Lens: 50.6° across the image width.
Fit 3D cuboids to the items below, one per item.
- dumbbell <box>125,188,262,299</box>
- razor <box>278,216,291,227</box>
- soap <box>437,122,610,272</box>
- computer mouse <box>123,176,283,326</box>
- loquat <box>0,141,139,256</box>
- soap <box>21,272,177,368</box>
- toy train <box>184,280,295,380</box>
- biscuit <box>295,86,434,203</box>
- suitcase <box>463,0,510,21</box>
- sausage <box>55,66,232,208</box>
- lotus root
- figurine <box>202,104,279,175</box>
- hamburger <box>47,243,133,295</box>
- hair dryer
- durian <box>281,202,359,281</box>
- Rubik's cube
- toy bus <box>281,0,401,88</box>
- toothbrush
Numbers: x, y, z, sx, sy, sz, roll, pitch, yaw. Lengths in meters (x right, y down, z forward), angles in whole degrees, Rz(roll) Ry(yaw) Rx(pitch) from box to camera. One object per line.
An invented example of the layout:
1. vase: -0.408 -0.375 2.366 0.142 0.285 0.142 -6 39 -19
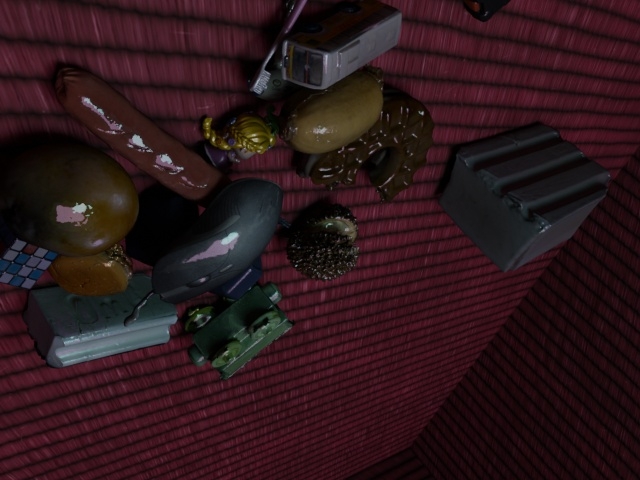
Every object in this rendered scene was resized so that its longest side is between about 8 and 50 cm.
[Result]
1. dumbbell: -0.249 0.014 1.369 0.316 0.156 0.144 36 70 -59
2. razor: -0.147 0.010 1.591 0.066 0.033 0.190 33 112 -13
3. soap: 0.596 -0.136 1.941 0.435 0.350 0.213 -22 144 -34
4. computer mouse: -0.200 0.036 1.230 0.379 0.090 0.167 -44 147 -11
5. loquat: -0.397 -0.065 1.076 0.179 0.179 0.227 -47 153 10
6. soap: -0.426 0.150 1.332 0.261 0.150 0.094 -9 140 -44
7. toy train: -0.202 0.213 1.671 0.271 0.159 0.188 -39 159 -5
8. biscuit: 0.121 -0.217 1.525 0.366 0.115 0.268 5 126 -53
9. suitcase: 0.363 -0.600 1.358 0.206 0.066 0.285 -41 149 -1
10. sausage: -0.275 -0.149 1.148 0.088 0.088 0.433 -45 139 6
11. lotus root: 0.029 -0.242 1.280 0.303 0.146 0.131 -39 119 -44
12. figurine: -0.145 -0.205 1.265 0.156 0.095 0.115 -26 131 7
13. hamburger: -0.419 0.042 1.223 0.147 0.083 0.138 -2 137 12
14. hair dryer: -0.048 -0.347 1.250 0.167 0.067 0.199 0 116 -60
15. durian: 0.000 0.000 1.622 0.196 0.196 0.167 -22 135 -30
16. Rubik's cube: -0.507 0.012 1.120 0.092 0.092 0.092 -47 149 8
17. toy bus: 0.042 -0.357 1.224 0.268 0.106 0.092 -40 148 -39
18. toothbrush: -0.047 -0.381 1.160 0.025 0.020 0.286 24 100 -31
